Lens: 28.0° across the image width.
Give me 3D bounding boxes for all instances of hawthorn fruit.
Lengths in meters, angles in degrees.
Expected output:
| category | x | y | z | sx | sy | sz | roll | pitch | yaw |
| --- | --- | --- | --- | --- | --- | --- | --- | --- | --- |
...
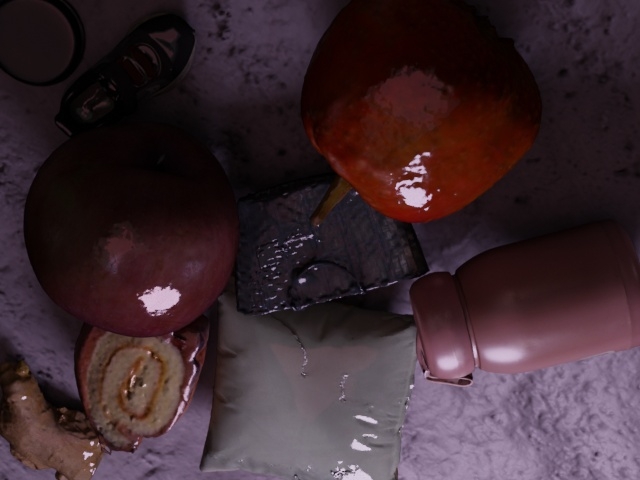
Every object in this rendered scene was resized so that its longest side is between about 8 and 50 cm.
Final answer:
| category | x | y | z | sx | sy | sz | roll | pitch | yaw |
| --- | --- | --- | --- | --- | --- | --- | --- | --- | --- |
| hawthorn fruit | 0.096 | -0.146 | 1.567 | 0.287 | 0.287 | 0.330 | 39 | 99 | -9 |

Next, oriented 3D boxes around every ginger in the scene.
| category | x | y | z | sx | sy | sz | roll | pitch | yaw |
| --- | --- | --- | --- | --- | --- | --- | --- | --- | --- |
| ginger | -0.424 | 0.282 | 1.943 | 0.213 | 0.074 | 0.137 | 41 | 103 | -14 |

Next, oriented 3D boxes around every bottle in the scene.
| category | x | y | z | sx | sy | sz | roll | pitch | yaw |
| --- | --- | --- | --- | --- | --- | --- | --- | --- | --- |
| bottle | 0.267 | 0.098 | 1.685 | 0.297 | 0.173 | 0.206 | -15 | 140 | 0 |

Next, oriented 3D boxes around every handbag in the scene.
| category | x | y | z | sx | sy | sz | roll | pitch | yaw |
| --- | --- | --- | --- | --- | --- | --- | --- | --- | --- |
| handbag | 0.000 | 0.000 | 1.726 | 0.270 | 0.088 | 0.175 | -12 | 92 | 13 |

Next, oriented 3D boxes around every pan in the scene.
| category | x | y | z | sx | sy | sz | roll | pitch | yaw |
| --- | --- | --- | --- | --- | --- | --- | --- | --- | --- |
| pan | -0.431 | -0.258 | 1.738 | 0.235 | 0.028 | 0.136 | -16 | 109 | 15 |

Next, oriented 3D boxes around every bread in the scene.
| category | x | y | z | sx | sy | sz | roll | pitch | yaw |
| --- | --- | --- | --- | --- | --- | --- | --- | --- | --- |
| bread | -0.264 | 0.183 | 1.845 | 0.190 | 0.123 | 0.244 | 22 | 114 | 4 |

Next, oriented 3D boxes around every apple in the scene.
| category | x | y | z | sx | sy | sz | roll | pitch | yaw |
| --- | --- | --- | --- | --- | --- | --- | --- | --- | --- |
| apple | -0.240 | -0.024 | 1.654 | 0.305 | 0.306 | 0.235 | 21 | 122 | 0 |

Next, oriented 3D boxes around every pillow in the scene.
| category | x | y | z | sx | sy | sz | roll | pitch | yaw |
| --- | --- | --- | --- | --- | --- | --- | --- | --- | --- |
| pillow | -0.015 | 0.216 | 1.822 | 0.312 | 0.119 | 0.310 | 9 | 109 | 7 |

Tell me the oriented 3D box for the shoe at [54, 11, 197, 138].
| category | x | y | z | sx | sy | sz | roll | pitch | yaw |
| --- | --- | --- | --- | --- | --- | --- | --- | --- | --- |
| shoe | -0.261 | -0.206 | 1.689 | 0.227 | 0.112 | 0.099 | -35 | 102 | 22 |
